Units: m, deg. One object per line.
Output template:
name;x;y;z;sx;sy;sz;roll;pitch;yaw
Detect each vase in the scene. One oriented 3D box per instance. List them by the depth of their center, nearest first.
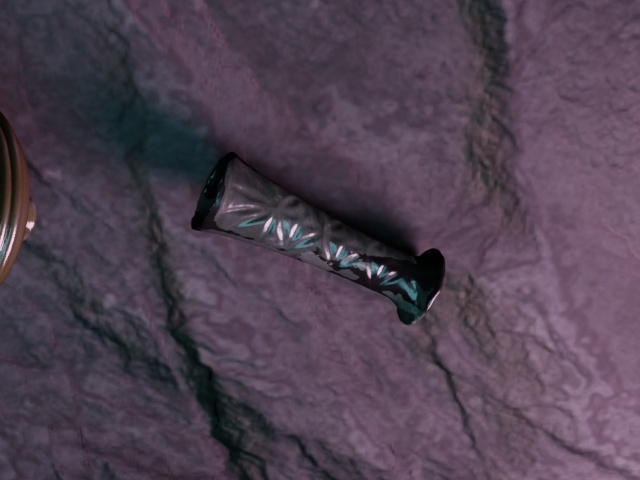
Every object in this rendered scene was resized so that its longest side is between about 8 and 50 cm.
vase;0.000;0.000;0.926;0.167;0.059;0.059;25;115;-15

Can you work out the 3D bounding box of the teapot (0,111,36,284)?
teapot;-0.254;-0.038;0.842;0.175;0.185;0.268;9;92;-45
